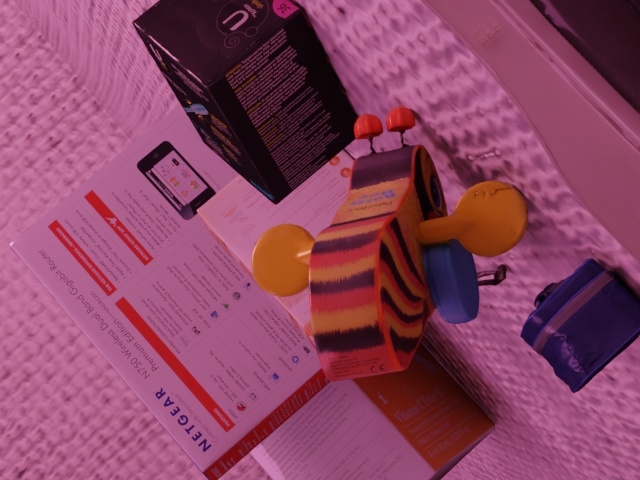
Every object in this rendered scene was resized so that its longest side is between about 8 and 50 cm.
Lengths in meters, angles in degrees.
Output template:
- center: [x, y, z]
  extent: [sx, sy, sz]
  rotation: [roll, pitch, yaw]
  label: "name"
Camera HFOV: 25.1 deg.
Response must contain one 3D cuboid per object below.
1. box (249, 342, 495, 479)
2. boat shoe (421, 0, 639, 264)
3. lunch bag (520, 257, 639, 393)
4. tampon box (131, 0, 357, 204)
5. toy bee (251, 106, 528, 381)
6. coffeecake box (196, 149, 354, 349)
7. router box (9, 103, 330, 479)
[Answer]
- center: [0.006, 0.167, 1.701]
  extent: [0.345, 0.168, 0.215]
  rotation: [47, -156, 11]
  label: "box"
- center: [0.116, -0.091, 0.592]
  extent: [0.335, 0.095, 0.112]
  rotation: [46, 170, -9]
  label: "boat shoe"
- center: [0.172, 0.054, 0.956]
  extent: [0.065, 0.067, 0.098]
  rotation: [48, 173, 12]
  label: "lunch bag"
- center: [-0.059, -0.134, 1.197]
  extent: [0.120, 0.101, 0.161]
  rotation: [42, 168, 38]
  label: "tampon box"
- center: [0.043, -0.009, 1.047]
  extent: [0.298, 0.195, 0.162]
  rotation: [-110, 5, -84]
  label: "toy bee"
- center: [0.000, 0.000, 1.348]
  extent: [0.185, 0.142, 0.068]
  rotation: [47, 172, 21]
  label: "coffeecake box"
- center: [-0.114, 0.035, 1.558]
  extent: [0.335, 0.301, 0.082]
  rotation: [48, 171, 16]
  label: "router box"
